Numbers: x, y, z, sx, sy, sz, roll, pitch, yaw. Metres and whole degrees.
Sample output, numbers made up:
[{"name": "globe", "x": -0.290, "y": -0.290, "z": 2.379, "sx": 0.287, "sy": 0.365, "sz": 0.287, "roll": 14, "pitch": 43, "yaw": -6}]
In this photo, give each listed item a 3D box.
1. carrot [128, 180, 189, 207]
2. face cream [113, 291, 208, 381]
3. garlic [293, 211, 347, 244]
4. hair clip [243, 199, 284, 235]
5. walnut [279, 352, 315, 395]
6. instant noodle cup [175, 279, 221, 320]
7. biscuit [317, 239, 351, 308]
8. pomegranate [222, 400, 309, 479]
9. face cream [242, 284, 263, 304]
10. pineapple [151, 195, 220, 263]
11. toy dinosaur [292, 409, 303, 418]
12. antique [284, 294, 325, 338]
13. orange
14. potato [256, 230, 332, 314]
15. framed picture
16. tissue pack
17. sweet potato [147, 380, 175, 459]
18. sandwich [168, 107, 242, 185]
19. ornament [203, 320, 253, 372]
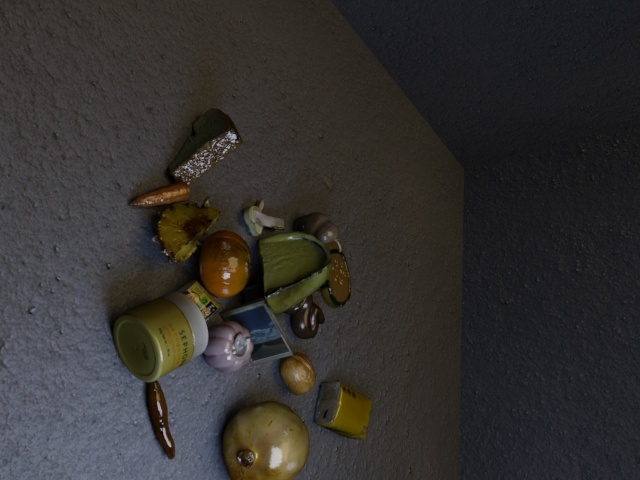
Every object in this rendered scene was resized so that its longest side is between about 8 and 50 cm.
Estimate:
[{"name": "carrot", "x": -0.538, "y": -0.144, "z": 1.680, "sx": 0.205, "sy": 0.072, "sz": 0.072, "roll": -20, "pitch": 97, "yaw": -39}, {"name": "face cream", "x": -0.476, "y": 0.285, "z": 1.517, "sx": 0.179, "sy": 0.218, "sz": 0.218, "roll": -25, "pitch": 101, "yaw": -52}, {"name": "garlic", "x": 0.000, "y": 0.000, "z": 2.282, "sx": 0.256, "sy": 0.207, "sz": 0.207, "roll": 41, "pitch": 50, "yaw": -37}, {"name": "hair clip", "x": -0.237, "y": -0.093, "z": 2.068, "sx": 0.218, "sy": 0.071, "sz": 0.159, "roll": 17, "pitch": 62, "yaw": -57}, {"name": "walnut", "x": -0.092, "y": 0.532, "z": 2.037, "sx": 0.144, "sy": 0.144, "sz": 0.180, "roll": -31, "pitch": 102, "yaw": -52}, {"name": "instant noodle cup", "x": -0.423, "y": 0.211, "z": 1.684, "sx": 0.122, "sy": 0.151, "sz": 0.151, "roll": 58, "pitch": 40, "yaw": -10}, {"name": "biscuit", "x": 0.046, "y": 0.154, "z": 2.389, "sx": 0.287, "sy": 0.057, "sz": 0.344, "roll": -17, "pitch": 94, "yaw": -54}, {"name": "pomegranate", "x": -0.191, "y": 0.707, "z": 1.730, "sx": 0.319, "sy": 0.319, "sz": 0.319, "roll": 19, "pitch": 66, "yaw": -50}, {"name": "face cream", "x": -0.238, "y": 0.312, "z": 1.951, "sx": 0.073, "sy": 0.073, "sz": 0.284, "roll": -12, "pitch": 90, "yaw": -54}, {"name": "pineapple", "x": -0.474, "y": -0.032, "z": 1.707, "sx": 0.161, "sy": 0.158, "sz": 0.334, "roll": 29, "pitch": 43, "yaw": 1}, {"name": "toy dinosaur", "x": -0.100, "y": 0.728, "z": 2.069, "sx": 0.062, "sy": 0.021, "sz": 0.083, "roll": 27, "pitch": 56, "yaw": -39}, {"name": "antique", "x": -0.088, "y": 0.301, "z": 2.125, "sx": 0.143, "sy": 0.121, "sz": 0.257, "roll": -51, "pitch": 129, "yaw": -36}, {"name": "orange", "x": -0.328, "y": 0.083, "z": 1.774, "sx": 0.240, "sy": 0.171, "sz": 0.240, "roll": 179, "pitch": -90, "yaw": -89}, {"name": "potato", "x": -0.089, "y": 0.135, "z": 1.988, "sx": 0.330, "sy": 0.280, "sz": 0.213, "roll": -109, "pitch": -174, "yaw": -47}, {"name": "framed picture", "x": -0.228, "y": 0.339, "z": 1.868, "sx": 0.260, "sy": 0.189, "sz": 0.023, "roll": 64, "pitch": 21, "yaw": -21}, {"name": "tissue pack", "x": 0.105, "y": 0.751, "z": 2.240, "sx": 0.271, "sy": 0.134, "sz": 0.192, "roll": 39, "pitch": 52, "yaw": -41}, {"name": "sweet potato", "x": -0.493, "y": 0.545, "z": 1.563, "sx": 0.057, "sy": 0.057, "sz": 0.265, "roll": -18, "pitch": 99, "yaw": -54}, {"name": "sandwich", "x": -0.428, "y": -0.341, "z": 1.841, "sx": 0.100, "sy": 0.288, "sz": 0.254, "roll": 51, "pitch": 0, "yaw": -41}, {"name": "ornament", "x": -0.315, "y": 0.367, "z": 1.760, "sx": 0.177, "sy": 0.177, "sz": 0.178, "roll": 19, "pitch": 66, "yaw": -50}]
